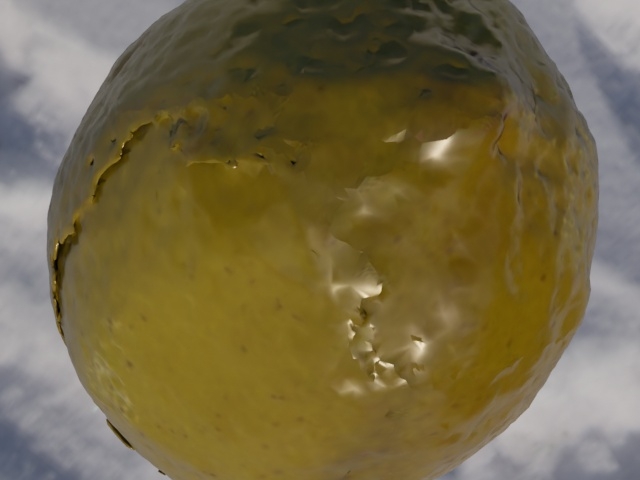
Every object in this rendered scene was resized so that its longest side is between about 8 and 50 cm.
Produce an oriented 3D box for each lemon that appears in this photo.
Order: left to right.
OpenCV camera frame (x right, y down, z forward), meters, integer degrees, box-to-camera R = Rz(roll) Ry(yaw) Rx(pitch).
[{"bbox_3d":[0.000,0.000,0.739,0.204,0.260,0.204,12,59,-20],"label":"lemon"}]
